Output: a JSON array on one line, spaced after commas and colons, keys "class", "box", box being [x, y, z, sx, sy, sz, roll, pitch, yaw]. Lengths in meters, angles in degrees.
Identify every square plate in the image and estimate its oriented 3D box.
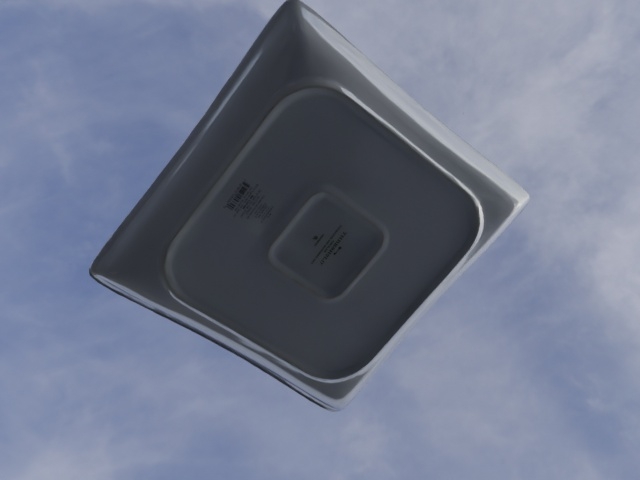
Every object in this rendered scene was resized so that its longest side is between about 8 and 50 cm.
[{"class": "square plate", "box": [0.000, 0.000, 0.679, 0.344, 0.049, 0.347, 34, -77, -23]}]
